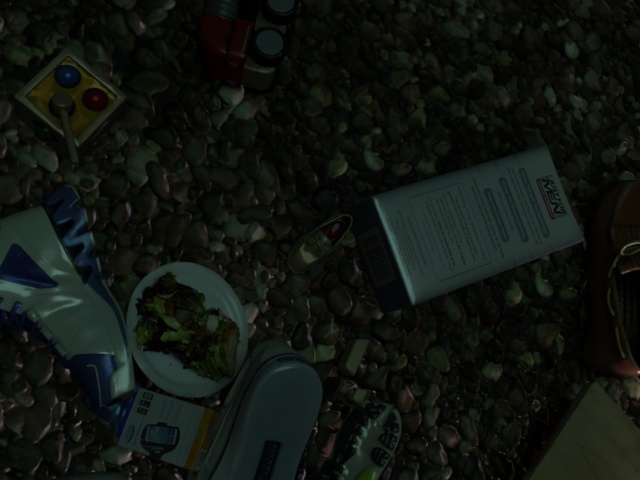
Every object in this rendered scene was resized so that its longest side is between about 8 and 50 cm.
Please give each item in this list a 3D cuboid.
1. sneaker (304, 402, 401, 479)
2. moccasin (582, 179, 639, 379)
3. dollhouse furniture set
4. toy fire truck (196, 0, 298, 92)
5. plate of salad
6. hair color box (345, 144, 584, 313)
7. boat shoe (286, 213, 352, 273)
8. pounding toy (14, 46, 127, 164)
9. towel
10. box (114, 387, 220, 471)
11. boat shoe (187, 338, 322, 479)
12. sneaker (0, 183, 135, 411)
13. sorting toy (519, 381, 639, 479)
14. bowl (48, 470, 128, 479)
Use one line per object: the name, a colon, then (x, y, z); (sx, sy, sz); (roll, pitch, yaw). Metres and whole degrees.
sneaker: (0.035, 0.365, 1.073); (0.107, 0.118, 0.279); (36, 84, 20)
moccasin: (0.567, 0.062, 1.341); (0.139, 0.147, 0.379); (24, 69, -15)
dollhouse furniture set: (0.073, 0.216, 1.144); (0.081, 0.091, 0.114); (40, 62, -26)
toy fire truck: (-0.162, -0.381, 1.165); (0.247, 0.158, 0.217); (14, 72, -6)
plate of salad: (-0.182, 0.124, 1.050); (0.200, 0.048, 0.199); (16, 64, -36)
hair color box: (0.251, -0.024, 1.253); (0.375, 0.114, 0.185); (-17, 84, -24)
boat shoe: (0.000, 0.000, 1.180); (0.050, 0.045, 0.135); (47, 65, -5)
pounding toy: (-0.359, -0.182, 1.048); (0.130, 0.100, 0.141); (40, 66, -8)
towel: (-0.267, 0.232, 1.021); (0.119, 0.029, 0.067); (38, 67, -10)
box: (-0.209, 0.250, 0.977); (0.136, 0.028, 0.081); (10, 71, 25)
boat shoe: (-0.118, 0.302, 1.013); (0.136, 0.156, 0.367); (15, 101, -23)
sneaker: (-0.369, 0.091, 0.969); (0.182, 0.127, 0.315); (-19, 74, -20)
sorting toy: (0.455, 0.422, 1.237); (0.257, 0.089, 0.255); (47, 65, -6)
bowl: (-0.311, 0.379, 0.954); (0.142, 0.053, 0.142); (-3, 77, -24)
